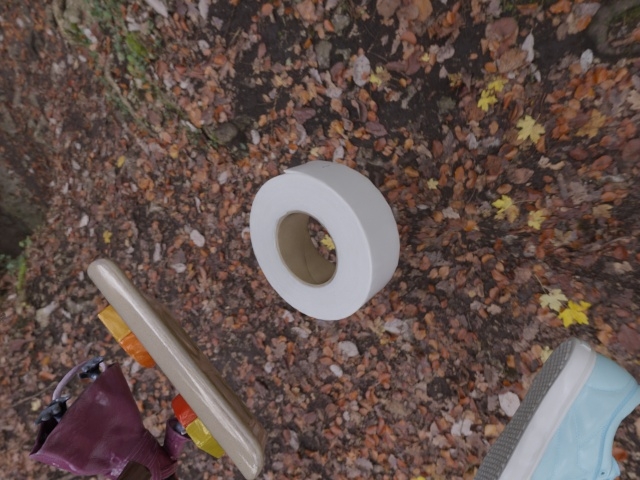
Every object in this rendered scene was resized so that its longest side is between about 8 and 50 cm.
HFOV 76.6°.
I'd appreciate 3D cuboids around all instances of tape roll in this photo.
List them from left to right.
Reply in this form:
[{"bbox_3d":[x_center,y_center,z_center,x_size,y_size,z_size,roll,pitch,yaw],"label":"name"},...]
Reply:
[{"bbox_3d":[0.000,0.000,0.758,0.286,0.100,0.286,19,122,34],"label":"tape roll"}]

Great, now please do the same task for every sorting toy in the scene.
[{"bbox_3d":[-0.121,0.121,0.367,0.038,0.208,0.193,-39,79,-20],"label":"sorting toy"}]

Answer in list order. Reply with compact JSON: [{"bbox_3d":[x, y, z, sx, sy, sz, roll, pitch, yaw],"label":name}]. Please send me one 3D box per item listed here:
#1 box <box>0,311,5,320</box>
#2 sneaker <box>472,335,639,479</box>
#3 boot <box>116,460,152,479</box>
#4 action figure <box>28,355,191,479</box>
[{"bbox_3d":[-0.531,0.124,0.448,0.345,0.215,0.168,-10,52,57],"label":"box"},{"bbox_3d":[0.354,0.336,0.608,0.150,0.135,0.366,32,92,20],"label":"sneaker"},{"bbox_3d":[-0.308,0.425,0.662,0.106,0.114,0.037,18,123,18],"label":"boot"},{"bbox_3d":[-0.394,0.434,0.806,0.275,0.248,0.370,-15,115,47],"label":"action figure"}]
